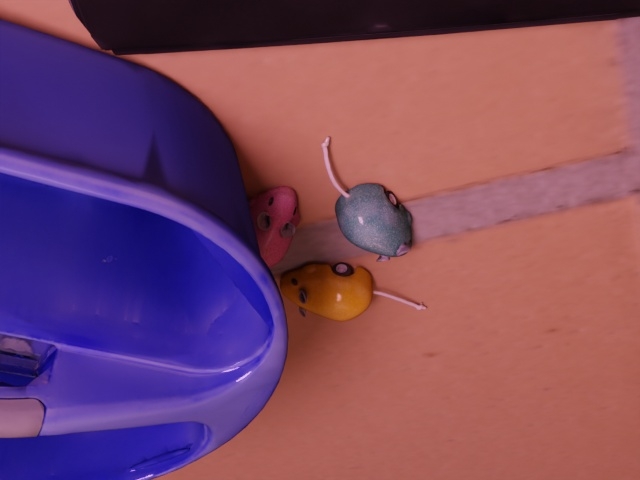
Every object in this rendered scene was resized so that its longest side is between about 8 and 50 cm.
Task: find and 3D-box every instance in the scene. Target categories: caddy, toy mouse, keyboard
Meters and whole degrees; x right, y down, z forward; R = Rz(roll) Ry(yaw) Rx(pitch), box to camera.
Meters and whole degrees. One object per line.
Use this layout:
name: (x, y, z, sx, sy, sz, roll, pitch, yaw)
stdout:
caddy: (-0.185, 0.024, 0.490, 0.341, 0.179, 0.241, 14, 129, -23)
toy mouse: (0.000, 0.000, 0.593, 0.160, 0.031, 0.143, 5, 135, -3)
keyboard: (0.022, -0.175, 0.422, 0.317, 0.033, 0.202, -4, 141, 4)
